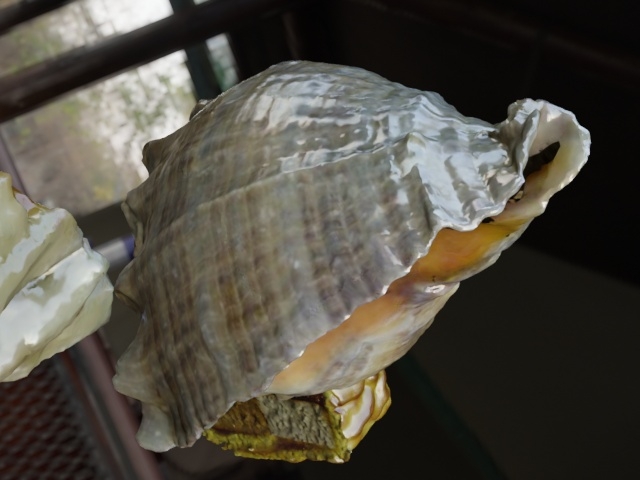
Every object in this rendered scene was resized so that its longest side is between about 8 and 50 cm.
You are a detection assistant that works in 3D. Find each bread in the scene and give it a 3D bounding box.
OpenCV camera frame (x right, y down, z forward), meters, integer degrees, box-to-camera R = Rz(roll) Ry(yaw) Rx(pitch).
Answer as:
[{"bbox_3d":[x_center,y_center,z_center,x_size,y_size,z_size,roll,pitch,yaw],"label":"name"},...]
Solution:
[{"bbox_3d":[-0.043,0.120,1.329,0.222,0.096,0.181,1,-55,40],"label":"bread"}]

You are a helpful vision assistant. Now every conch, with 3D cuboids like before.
[{"bbox_3d":[-0.013,-0.012,0.855,0.210,0.297,0.352,43,-40,5],"label":"conch"}]

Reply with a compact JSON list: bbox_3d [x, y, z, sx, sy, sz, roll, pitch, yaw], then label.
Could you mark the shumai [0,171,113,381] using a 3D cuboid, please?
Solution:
[{"bbox_3d":[-0.210,0.056,0.633,0.314,0.262,0.267,-133,-143,-55],"label":"shumai"}]
